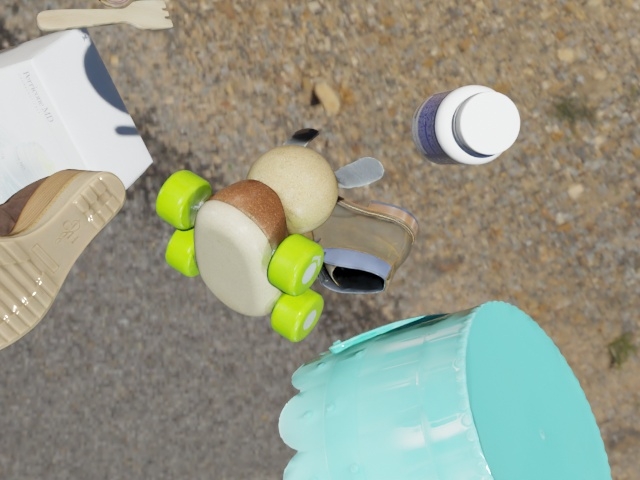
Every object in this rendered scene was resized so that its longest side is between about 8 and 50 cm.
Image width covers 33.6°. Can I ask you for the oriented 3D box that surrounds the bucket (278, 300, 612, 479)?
[{"bbox_3d":[0.120,0.194,0.933,0.183,0.281,0.281,-26,132,31],"label":"bucket"}]

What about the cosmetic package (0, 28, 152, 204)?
[{"bbox_3d":[-0.398,-0.156,1.497,0.224,0.138,0.224,-11,117,28],"label":"cosmetic package"}]

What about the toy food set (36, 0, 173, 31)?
[{"bbox_3d":[-0.208,-0.251,0.896,0.132,0.192,0.038,-10,162,-29],"label":"toy food set"}]

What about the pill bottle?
[{"bbox_3d":[0.205,-0.160,1.487,0.112,0.186,0.112,-1,94,-11],"label":"pill bottle"}]

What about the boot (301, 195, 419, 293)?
[{"bbox_3d":[0.000,0.000,1.267,0.219,0.106,0.082,6,135,14],"label":"boot"}]

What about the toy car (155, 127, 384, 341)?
[{"bbox_3d":[-0.033,-0.031,1.000,0.155,0.188,0.149,30,149,20],"label":"toy car"}]

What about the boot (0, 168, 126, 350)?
[{"bbox_3d":[-0.290,0.030,0.901,0.207,0.248,0.090,-13,115,49],"label":"boot"}]
